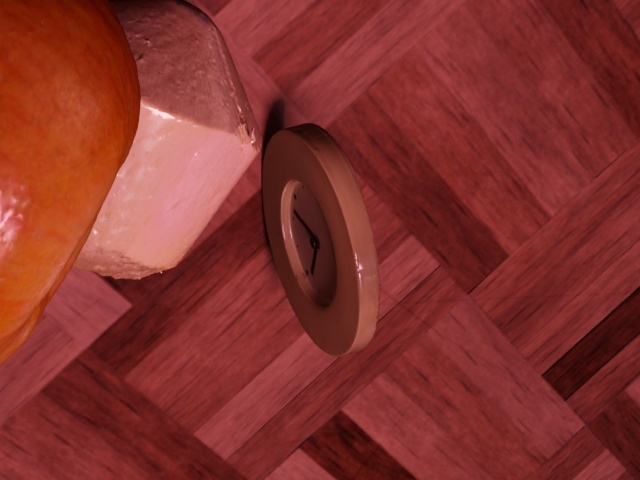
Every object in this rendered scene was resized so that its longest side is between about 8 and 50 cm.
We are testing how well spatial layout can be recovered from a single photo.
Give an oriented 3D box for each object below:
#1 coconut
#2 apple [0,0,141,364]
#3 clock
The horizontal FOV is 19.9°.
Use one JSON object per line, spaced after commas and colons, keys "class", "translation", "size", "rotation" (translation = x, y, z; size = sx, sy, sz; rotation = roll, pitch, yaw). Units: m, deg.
{"class": "coconut", "translation": [-0.174, -0.108, 1.658], "size": [0.239, 0.239, 0.244], "rotation": [19, 113, -38]}
{"class": "apple", "translation": [-0.316, -0.061, 1.384], "size": [0.400, 0.333, 0.400], "rotation": [-47, 169, -13]}
{"class": "clock", "translation": [0.000, 0.000, 1.827], "size": [0.029, 0.235, 0.235], "rotation": [-15, 128, -20]}
